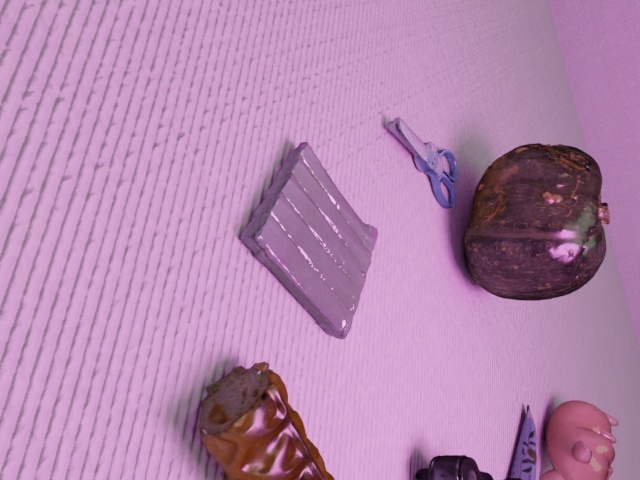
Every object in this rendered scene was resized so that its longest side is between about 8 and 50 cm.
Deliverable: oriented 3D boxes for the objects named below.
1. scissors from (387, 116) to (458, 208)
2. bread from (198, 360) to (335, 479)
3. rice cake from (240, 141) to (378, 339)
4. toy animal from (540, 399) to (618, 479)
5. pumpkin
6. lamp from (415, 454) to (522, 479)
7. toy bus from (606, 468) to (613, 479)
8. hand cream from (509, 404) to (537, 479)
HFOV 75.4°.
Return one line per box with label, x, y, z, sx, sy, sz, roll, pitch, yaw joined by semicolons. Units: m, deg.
scissors;0.205;-0.158;0.799;0.256;0.030;0.125;28;64;-43
bread;-0.032;0.257;0.430;0.087;0.098;0.270;-25;105;-3
rice cake;0.000;0.000;0.549;0.198;0.037;0.190;44;54;-32
toy animal;0.659;0.512;1.055;0.250;0.153;0.167;-23;121;-52
pumpkin;0.434;-0.042;0.845;0.291;0.257;0.328;22;72;-56
lamp;0.266;0.524;0.599;0.272;0.205;0.375;25;54;-36
toy bus;0.800;0.669;1.232;0.174;0.079;0.077;43;64;-32
hand cream;0.457;0.494;0.929;0.256;0.055;0.088;-45;119;-48
